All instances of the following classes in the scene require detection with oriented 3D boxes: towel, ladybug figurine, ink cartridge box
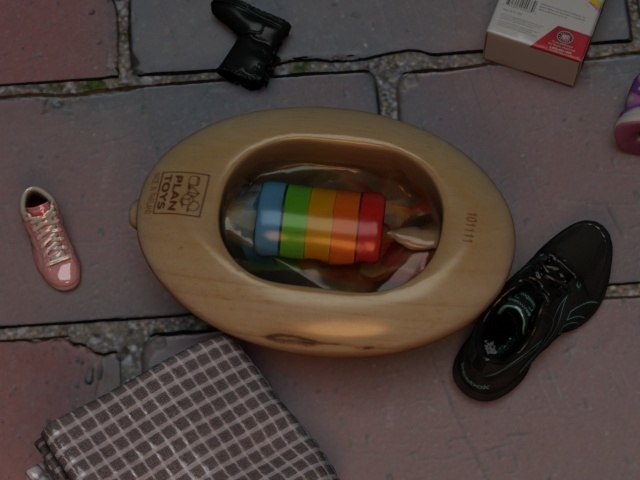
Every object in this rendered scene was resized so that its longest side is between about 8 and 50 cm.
[{"bbox_3d":[-0.147,0.253,1.623,0.283,0.121,0.235,-26,69,-35],"label":"towel"},{"bbox_3d":[0.000,0.000,1.744,0.449,0.162,0.305,10,67,6],"label":"ladybug figurine"},{"bbox_3d":[0.298,-0.303,1.907,0.127,0.072,0.175,19,70,10],"label":"ink cartridge box"}]

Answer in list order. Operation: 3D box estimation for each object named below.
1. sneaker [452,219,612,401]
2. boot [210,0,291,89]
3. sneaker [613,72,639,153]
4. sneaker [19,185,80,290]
[{"bbox_3d":[0.259,0.075,1.736,0.101,0.106,0.267,35,71,16],"label":"sneaker"},{"bbox_3d":[-0.104,-0.253,1.918,0.121,0.045,0.099,23,73,10],"label":"boot"},{"bbox_3d":[0.483,-0.164,1.837,0.236,0.095,0.105,5,60,5],"label":"sneaker"},{"bbox_3d":[-0.333,-0.006,1.809,0.051,0.070,0.134,-20,69,-8],"label":"sneaker"}]
